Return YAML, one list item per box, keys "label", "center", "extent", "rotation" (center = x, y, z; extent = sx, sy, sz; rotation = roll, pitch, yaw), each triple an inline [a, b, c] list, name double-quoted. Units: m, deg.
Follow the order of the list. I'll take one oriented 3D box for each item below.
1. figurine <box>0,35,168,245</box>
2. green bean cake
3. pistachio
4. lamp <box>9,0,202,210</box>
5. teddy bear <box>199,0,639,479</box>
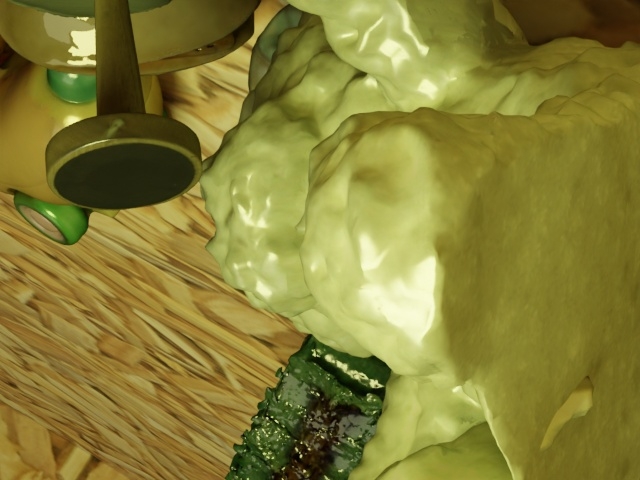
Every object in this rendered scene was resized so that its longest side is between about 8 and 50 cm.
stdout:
- label: "figurine"
  center: [-0.246, -0.122, 1.073]
  extent: [0.324, 0.124, 0.222]
  rotation: [22, 158, 34]
- label: "green bean cake"
  center: [0.001, 0.150, 1.255]
  extent: [0.107, 0.193, 0.208]
  rotation: [35, 159, 6]
- label: "pistachio"
  center: [-0.107, -0.140, 0.843]
  extent: [0.149, 0.113, 0.113]
  rotation: [5, 156, 5]
- label: "lamp"
  center: [-0.106, -0.126, 0.722]
  extent: [0.121, 0.215, 0.121]
  rotation: [-6, 155, -3]
- label: "teddy bear"
  center: [0.000, 0.000, 0.681]
  extent: [0.362, 0.375, 0.327]
  rotation: [12, 114, 35]
